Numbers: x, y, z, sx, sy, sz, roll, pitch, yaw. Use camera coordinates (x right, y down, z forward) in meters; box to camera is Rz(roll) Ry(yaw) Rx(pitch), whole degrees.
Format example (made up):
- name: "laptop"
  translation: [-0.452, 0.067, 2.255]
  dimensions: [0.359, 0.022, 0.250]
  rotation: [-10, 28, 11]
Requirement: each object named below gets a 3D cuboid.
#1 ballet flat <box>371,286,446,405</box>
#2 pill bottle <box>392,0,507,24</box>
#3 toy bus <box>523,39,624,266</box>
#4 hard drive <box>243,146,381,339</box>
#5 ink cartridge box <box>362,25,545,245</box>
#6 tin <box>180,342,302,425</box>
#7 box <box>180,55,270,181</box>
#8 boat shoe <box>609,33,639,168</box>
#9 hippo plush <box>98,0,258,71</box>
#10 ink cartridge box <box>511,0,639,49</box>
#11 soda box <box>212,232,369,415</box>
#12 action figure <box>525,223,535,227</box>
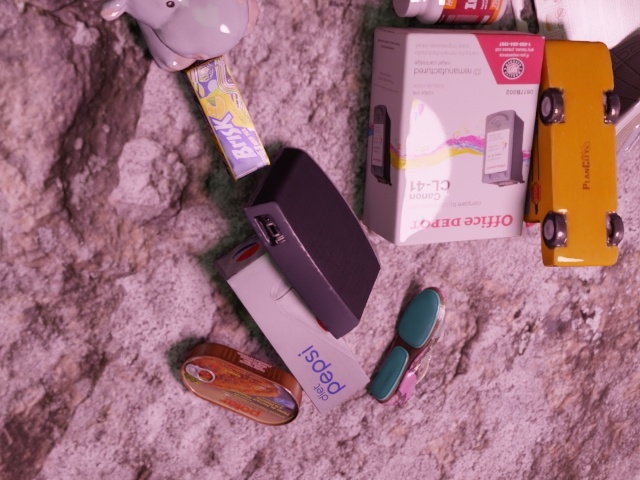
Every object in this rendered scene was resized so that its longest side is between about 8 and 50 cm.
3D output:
- name: "ballet flat"
  translation: [0.159, 0.176, 1.412]
  dimensions: [0.079, 0.077, 0.222]
  rotation: [13, 108, -41]
- name: "pill bottle"
  translation: [0.186, -0.354, 1.237]
  dimensions: [0.151, 0.086, 0.086]
  rotation: [-5, 108, -18]
- name: "toy bus"
  translation: [0.366, -0.127, 1.276]
  dimensions: [0.108, 0.130, 0.333]
  rotation: [-1, 88, -13]
- name: "hard drive"
  translation: [0.000, 0.000, 1.247]
  dimensions: [0.054, 0.172, 0.255]
  rotation: [-15, 122, 34]
- name: "ink cartridge box"
  translation: [0.194, -0.159, 1.279]
  dimensions: [0.226, 0.131, 0.307]
  rotation: [-4, 107, -19]
- name: "tin"
  translation: [-0.118, 0.218, 1.295]
  dimensions: [0.189, 0.040, 0.106]
  rotation: [24, 127, -4]
- name: "box"
  translation: [-0.132, -0.172, 1.199]
  dimensions: [0.059, 0.054, 0.169]
  rotation: [-27, 114, -10]
- name: "boat shoe"
  translation: [0.465, -0.183, 1.371]
  dimensions: [0.103, 0.118, 0.321]
  rotation: [15, 113, -37]
- name: "hippo plush"
  translation: [-0.171, -0.341, 1.030]
  dimensions: [0.294, 0.236, 0.234]
  rotation: [41, 91, -26]
- name: "ink cartridge box"
  translation: [0.407, -0.382, 1.340]
  dimensions: [0.224, 0.056, 0.181]
  rotation: [-15, 112, 5]
- name: "soda box"
  translation: [-0.041, 0.125, 1.306]
  dimensions: [0.098, 0.091, 0.286]
  rotation: [-35, 115, -7]
- name: "action figure"
  translation: [0.322, -0.076, 1.403]
  dimensions: [0.030, 0.038, 0.115]
  rotation: [-28, 117, 15]
